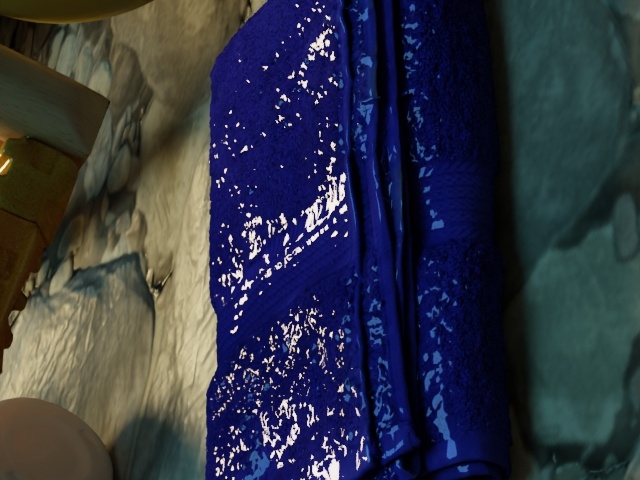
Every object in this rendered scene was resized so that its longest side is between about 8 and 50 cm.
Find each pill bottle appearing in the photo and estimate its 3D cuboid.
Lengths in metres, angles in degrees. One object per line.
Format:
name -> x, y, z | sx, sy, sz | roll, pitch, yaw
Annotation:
pill bottle -> -0.205, 0.185, 1.217 | 0.169, 0.094, 0.094 | -55, 34, 32

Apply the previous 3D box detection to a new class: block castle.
block castle -> -0.333, 0.055, 1.272 | 0.453, 0.213, 0.303 | -42, 27, 56

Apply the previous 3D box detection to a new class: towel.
towel -> 0.000, 0.000, 0.955 | 0.228, 0.076, 0.308 | -35, 48, 49

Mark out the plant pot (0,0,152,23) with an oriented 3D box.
plant pot -> -0.177, -0.250, 1.235 | 0.239, 0.254, 0.254 | 157, 123, -73
